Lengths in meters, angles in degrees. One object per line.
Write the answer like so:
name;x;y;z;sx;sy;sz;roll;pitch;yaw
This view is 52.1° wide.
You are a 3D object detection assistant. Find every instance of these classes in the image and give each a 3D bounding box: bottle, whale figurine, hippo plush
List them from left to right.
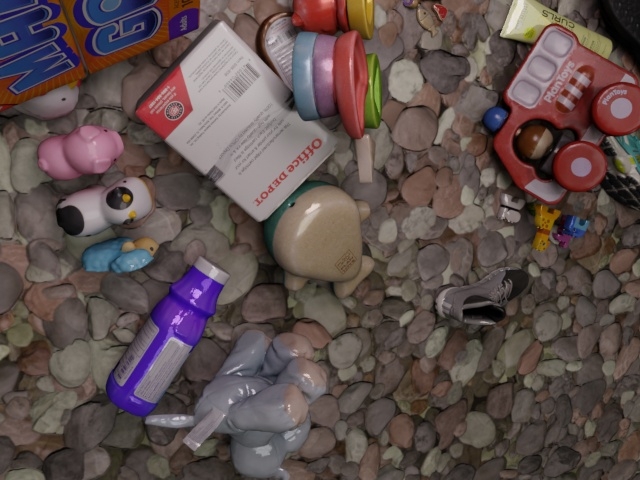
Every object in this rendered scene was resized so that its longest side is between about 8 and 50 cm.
bottle;-0.259;0.160;1.133;0.092;0.118;0.283;34;88;-22
hippo plush;-0.094;0.331;1.169;0.294;0.234;0.236;-43;129;-36
whale figurine;0.000;0.000;1.210;0.216;0.141;0.272;-48;139;-5

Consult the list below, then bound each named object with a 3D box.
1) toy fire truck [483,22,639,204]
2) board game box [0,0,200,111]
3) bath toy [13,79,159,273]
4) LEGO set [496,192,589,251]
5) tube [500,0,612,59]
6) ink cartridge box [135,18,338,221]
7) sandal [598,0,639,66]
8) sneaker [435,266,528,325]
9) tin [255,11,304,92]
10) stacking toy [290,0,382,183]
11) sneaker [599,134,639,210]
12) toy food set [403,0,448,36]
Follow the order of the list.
toy fire truck;0.471;-0.240;1.302;0.254;0.169;0.302;34;105;7
board game box;-0.378;-0.414;0.766;0.356;0.356;0.356;-27;88;-13
bath toy;-0.367;-0.118;1.021;0.151;0.129;0.348;-24;109;-15
LEGO set;0.483;-0.022;1.403;0.227;0.087;0.093;16;96;-23
tube;0.479;-0.418;1.328;0.240;0.062;0.070;15;61;-19
ink cartridge box;-0.136;-0.195;1.086;0.197;0.114;0.273;-45;114;5
sandal;0.659;-0.475;1.372;0.167;0.107;0.446;-51;127;-5
sneaker;0.366;0.128;1.365;0.229;0.132;0.086;-19;108;-17
tin;-0.039;-0.311;1.158;0.106;0.040;0.189;-34;112;-7
stacking toy;0.018;-0.266;1.075;0.130;0.309;0.279;0;140;12
sneaker;0.678;-0.174;1.440;0.110;0.107;0.275;-46;114;-16
toy food set;0.199;-0.452;1.227;0.122;0.019;0.078;40;86;-24
